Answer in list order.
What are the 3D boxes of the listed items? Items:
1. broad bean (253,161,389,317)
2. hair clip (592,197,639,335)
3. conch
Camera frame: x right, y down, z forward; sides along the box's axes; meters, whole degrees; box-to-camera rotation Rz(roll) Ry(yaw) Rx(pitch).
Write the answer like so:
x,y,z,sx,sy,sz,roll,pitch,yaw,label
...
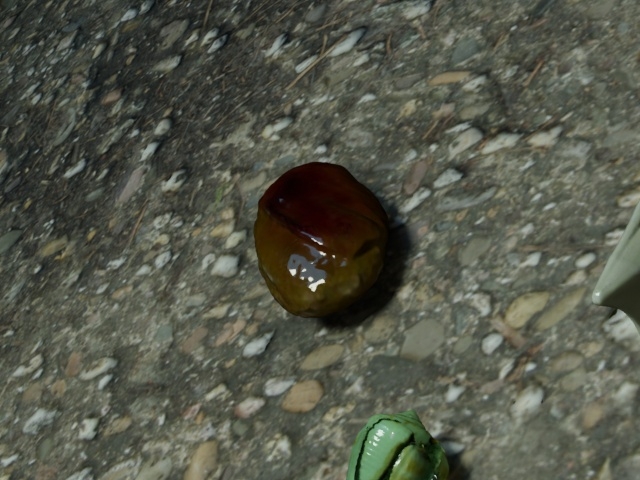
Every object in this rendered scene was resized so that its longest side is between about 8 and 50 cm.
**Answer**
x,y,z,sx,sy,sz,roll,pitch,yaw,label
0.003,0.002,1.535,0.156,0.122,0.228,-17,40,-2,broad bean
0.342,-0.006,1.107,0.282,0.172,0.113,-32,40,3,hair clip
0.065,0.236,1.234,0.106,0.079,0.170,-1,67,57,conch
